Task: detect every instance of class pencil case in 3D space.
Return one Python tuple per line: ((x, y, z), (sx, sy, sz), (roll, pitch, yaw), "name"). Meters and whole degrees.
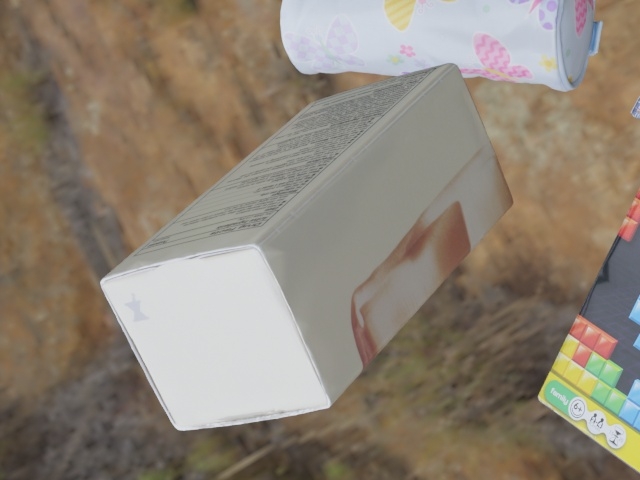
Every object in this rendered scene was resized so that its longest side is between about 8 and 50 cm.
((0.101, -0.191, 1.641), (0.273, 0.114, 0.124), (6, 161, 23), "pencil case")

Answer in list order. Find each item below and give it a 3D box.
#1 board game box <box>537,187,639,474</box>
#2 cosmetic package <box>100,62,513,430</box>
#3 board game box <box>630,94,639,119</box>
((0.171, 0.036, 0.644), (0.170, 0.048, 0.141), (35, 107, 43), "board game box")
((0.000, 0.000, 1.361), (0.153, 0.296, 0.129), (-11, 111, 39), "cosmetic package")
((0.338, -0.083, 1.302), (0.194, 0.194, 0.060), (34, 121, 15), "board game box")
